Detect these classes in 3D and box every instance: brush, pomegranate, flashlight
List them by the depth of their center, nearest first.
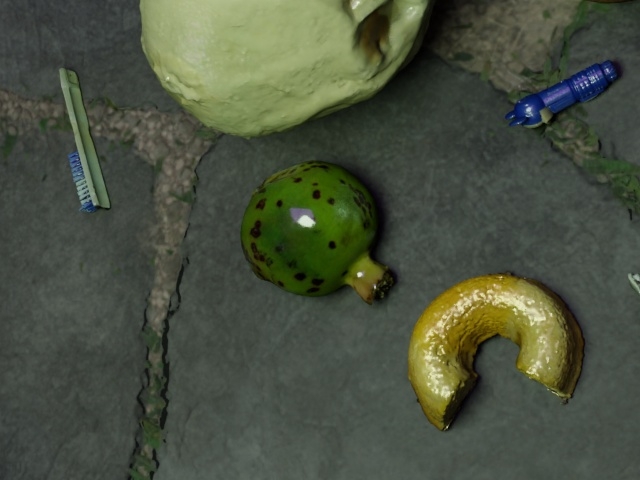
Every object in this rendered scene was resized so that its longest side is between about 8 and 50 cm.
[{"bbox_3d":[0.245,-0.144,1.789,0.121,0.057,0.035,-26,104,7],"label":"flashlight"},{"bbox_3d":[-0.002,-0.009,1.805,0.169,0.122,0.143,35,62,28],"label":"pomegranate"},{"bbox_3d":[-0.272,-0.111,1.989,0.030,0.033,0.178,-28,67,29],"label":"brush"}]

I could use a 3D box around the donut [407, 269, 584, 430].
[{"bbox_3d":[0.163,0.100,1.738,0.181,0.078,0.146,-15,74,16],"label":"donut"}]

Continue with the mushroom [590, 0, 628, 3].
[{"bbox_3d":[0.300,-0.388,1.751,0.267,0.267,0.254,-21,36,16],"label":"mushroom"}]

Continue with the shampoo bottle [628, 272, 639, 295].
[{"bbox_3d":[0.363,0.003,1.698,0.152,0.045,0.077,-31,68,13],"label":"shampoo bottle"}]

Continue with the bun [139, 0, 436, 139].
[{"bbox_3d":[0.000,-0.256,1.732,0.202,0.364,0.364,31,89,30],"label":"bun"}]
